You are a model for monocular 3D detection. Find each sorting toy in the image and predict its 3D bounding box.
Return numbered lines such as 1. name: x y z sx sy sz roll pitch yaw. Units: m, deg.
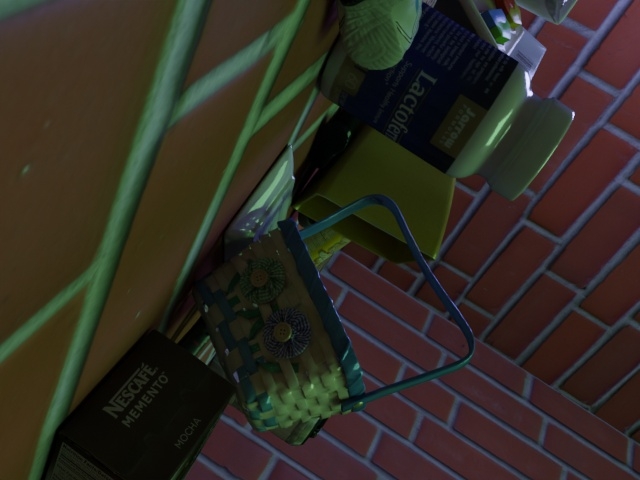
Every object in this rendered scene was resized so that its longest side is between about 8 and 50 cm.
1. sorting toy: 0.258 -0.382 1.240 0.038 0.193 0.208 -25 -163 32

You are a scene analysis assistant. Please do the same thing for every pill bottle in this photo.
1. pill bottle: 0.146 -0.167 0.924 0.153 0.265 0.153 -57 176 -6

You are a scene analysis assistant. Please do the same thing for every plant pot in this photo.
1. plant pot: 0.104 -0.095 1.306 0.187 0.212 0.212 -63 -170 -9

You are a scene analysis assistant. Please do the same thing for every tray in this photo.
1. tray: -0.080 -0.019 1.083 0.145 0.030 0.270 -55 176 -18

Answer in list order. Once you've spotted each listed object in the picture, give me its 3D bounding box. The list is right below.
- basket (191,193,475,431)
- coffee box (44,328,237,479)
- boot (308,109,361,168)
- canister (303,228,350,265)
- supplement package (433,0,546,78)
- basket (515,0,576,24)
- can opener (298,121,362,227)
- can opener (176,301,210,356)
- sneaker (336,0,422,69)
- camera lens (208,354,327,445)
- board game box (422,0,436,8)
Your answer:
1. basket: 0.012 0.094 0.980 0.289 0.254 0.201 -23 152 -12
2. coffee box: -0.224 0.264 0.913 0.168 0.119 0.297 -51 173 -48
3. boot: 0.032 -0.166 1.181 0.099 0.045 0.121 -52 -178 -30
4. canister: 0.000 0.000 1.494 0.170 0.073 0.126 -36 -177 8
5. supplement package: 0.240 -0.301 1.342 0.145 0.204 0.262 -46 -176 37
6. basket: 0.370 -0.468 1.353 0.103 0.167 0.113 -60 178 -34
7. can opener: 0.040 -0.138 1.484 0.093 0.074 0.280 -8 -145 46
8. can opener: -0.167 0.136 1.077 0.186 0.073 0.059 -46 -179 -16
9. sneaker: 0.055 -0.237 0.705 0.237 0.085 0.086 93 3 -76
10. camera lens: -0.092 0.303 1.767 0.219 0.274 0.219 -57 176 -6
11. board game box: 0.107 -0.293 1.067 0.146 0.045 0.193 -54 175 -36
